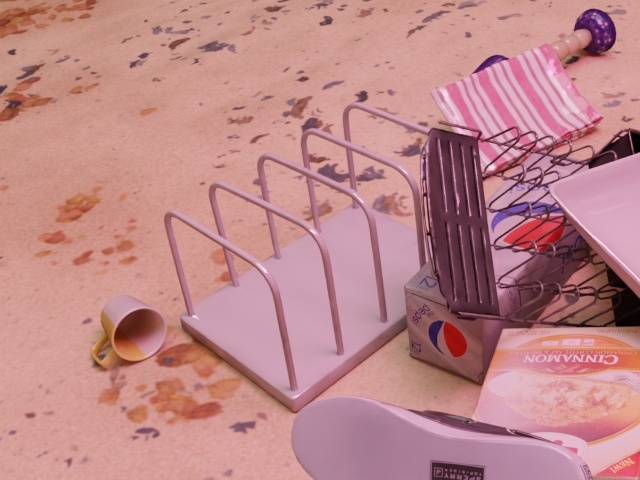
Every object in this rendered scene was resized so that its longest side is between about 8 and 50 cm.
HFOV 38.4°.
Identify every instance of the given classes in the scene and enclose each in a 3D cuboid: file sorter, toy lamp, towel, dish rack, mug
[{"bbox_3d":[0.000,0.000,0.973,0.277,0.173,0.193,-34,43,-29],"label":"file sorter"},{"bbox_3d":[0.315,-0.261,1.337,0.274,0.080,0.080,-31,42,-29],"label":"toy lamp"},{"bbox_3d":[0.260,-0.178,1.218,0.197,0.029,0.144,-24,69,-18],"label":"towel"},{"bbox_3d":[0.216,-0.015,0.866,0.271,0.074,0.208,7,67,-30],"label":"dish rack"},{"bbox_3d":[-0.214,0.092,0.990,0.078,0.062,0.064,-21,30,-27],"label":"mug"}]

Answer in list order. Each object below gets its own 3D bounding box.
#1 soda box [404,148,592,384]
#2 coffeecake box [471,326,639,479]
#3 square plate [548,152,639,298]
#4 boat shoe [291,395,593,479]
[{"bbox_3d":[0.203,0.018,0.969,0.091,0.098,0.286,20,45,33],"label":"soda box"},{"bbox_3d":[0.208,0.154,0.776,0.142,0.068,0.185,-3,30,27],"label":"coffeecake box"},{"bbox_3d":[0.423,0.039,0.827,0.344,0.049,0.347,-18,57,-29],"label":"square plate"},{"bbox_3d":[0.092,0.163,0.692,0.228,0.076,0.080,1,82,25],"label":"boat shoe"}]
